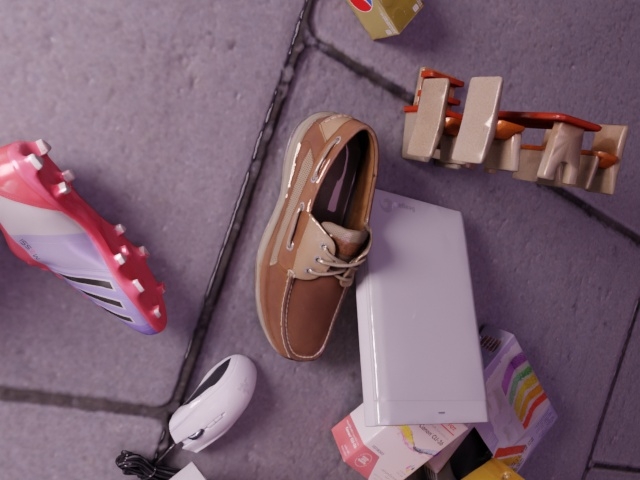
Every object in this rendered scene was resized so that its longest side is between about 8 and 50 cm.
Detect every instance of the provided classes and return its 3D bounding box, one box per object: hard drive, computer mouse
[{"bbox_3d":[0.137,0.092,0.781,0.203,0.040,0.307,11,67,-34],"label":"hard drive"},{"bbox_3d":[-0.147,0.224,0.699,0.193,0.042,0.106,-49,120,-16],"label":"computer mouse"}]

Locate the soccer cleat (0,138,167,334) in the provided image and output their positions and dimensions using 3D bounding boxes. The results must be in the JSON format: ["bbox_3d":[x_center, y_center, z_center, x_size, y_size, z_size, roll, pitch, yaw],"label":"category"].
[{"bbox_3d":[-0.251,0.012,0.580,0.095,0.083,0.248,-27,122,6],"label":"soccer cleat"}]

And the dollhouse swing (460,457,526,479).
[{"bbox_3d":[0.227,0.567,0.830,0.347,0.315,0.305,-31,97,-10],"label":"dollhouse swing"}]

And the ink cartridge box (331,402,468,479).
[{"bbox_3d":[0.131,0.264,0.832,0.198,0.067,0.115,-41,120,5],"label":"ink cartridge box"}]

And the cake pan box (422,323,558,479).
[{"bbox_3d":[0.275,0.320,0.978,0.267,0.070,0.245,-43,117,-18],"label":"cake pan box"}]

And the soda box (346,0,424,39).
[{"bbox_3d":[0.051,-0.346,0.708,0.061,0.058,0.181,-51,121,-14],"label":"soda box"}]

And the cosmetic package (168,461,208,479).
[{"bbox_3d":[-0.158,0.417,0.618,0.225,0.138,0.224,-34,109,-22],"label":"cosmetic package"}]

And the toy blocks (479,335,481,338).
[{"bbox_3d":[0.194,0.152,0.899,0.148,0.054,0.123,-18,109,-29],"label":"toy blocks"}]

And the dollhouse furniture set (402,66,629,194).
[{"bbox_3d":[0.225,-0.156,0.737,0.262,0.259,0.135,6,99,-34],"label":"dollhouse furniture set"}]

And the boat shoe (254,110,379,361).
[{"bbox_3d":[0.000,0.000,0.706,0.123,0.116,0.324,3,97,-33],"label":"boat shoe"}]
